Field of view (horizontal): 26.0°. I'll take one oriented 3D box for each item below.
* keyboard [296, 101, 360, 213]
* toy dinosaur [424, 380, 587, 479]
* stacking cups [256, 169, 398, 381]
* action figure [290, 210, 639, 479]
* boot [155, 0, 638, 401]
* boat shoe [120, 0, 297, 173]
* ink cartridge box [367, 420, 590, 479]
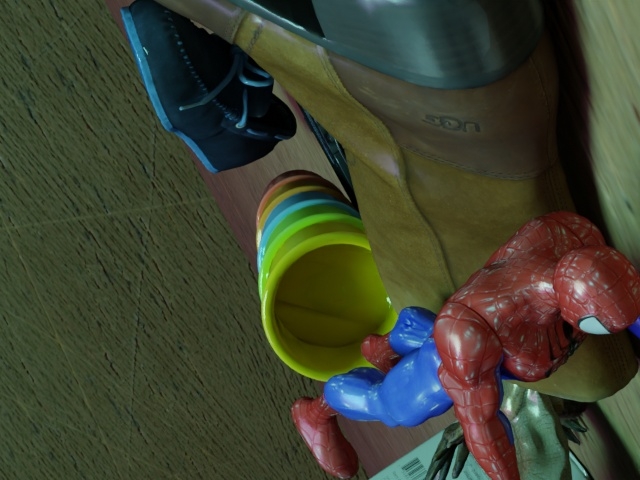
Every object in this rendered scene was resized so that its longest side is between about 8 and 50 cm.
[{"bbox_3d":[0.013,-0.080,0.985,0.317,0.033,0.201,60,179,-13],"label":"keyboard"},{"bbox_3d":[0.092,0.195,0.824,0.127,0.296,0.200,27,-163,-37],"label":"toy dinosaur"},{"bbox_3d":[0.000,0.000,0.974,0.096,0.096,0.316,61,-176,-15],"label":"stacking cups"},{"bbox_3d":[0.085,0.074,0.586,0.139,0.091,0.280,46,158,3],"label":"action figure"},{"bbox_3d":[0.018,-0.059,0.660,0.264,0.096,0.280,18,151,34],"label":"boot"},{"bbox_3d":[-0.078,-0.128,1.041,0.258,0.089,0.109,41,-148,-78],"label":"boat shoe"},{"bbox_3d":[0.109,0.180,0.958,0.099,0.135,0.056,54,174,41],"label":"ink cartridge box"}]
